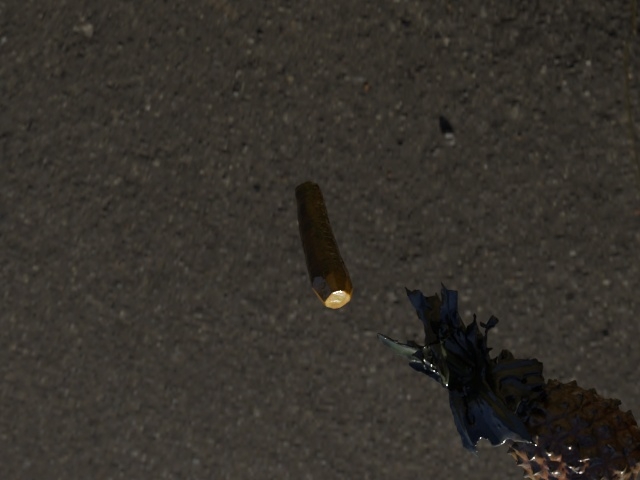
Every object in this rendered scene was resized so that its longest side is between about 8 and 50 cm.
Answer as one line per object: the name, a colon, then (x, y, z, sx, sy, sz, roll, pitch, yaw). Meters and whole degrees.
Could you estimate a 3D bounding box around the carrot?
carrot: (0.000, 0.000, 1.229, 0.042, 0.170, 0.042, -7, 137, -7)

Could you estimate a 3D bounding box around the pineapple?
pineapple: (0.235, 0.202, 1.484, 0.364, 0.165, 0.165, 34, 126, -10)
